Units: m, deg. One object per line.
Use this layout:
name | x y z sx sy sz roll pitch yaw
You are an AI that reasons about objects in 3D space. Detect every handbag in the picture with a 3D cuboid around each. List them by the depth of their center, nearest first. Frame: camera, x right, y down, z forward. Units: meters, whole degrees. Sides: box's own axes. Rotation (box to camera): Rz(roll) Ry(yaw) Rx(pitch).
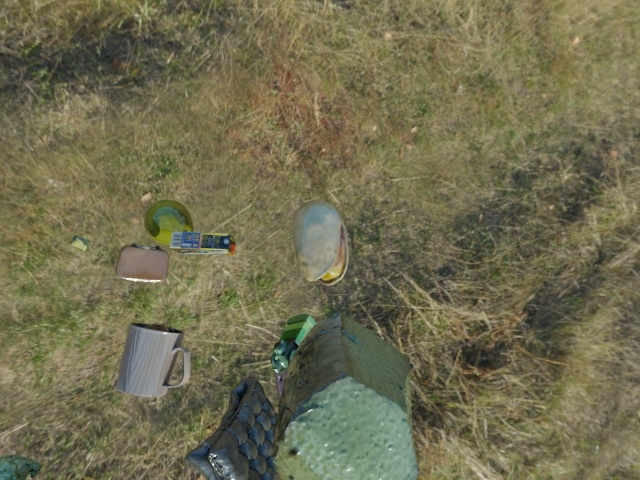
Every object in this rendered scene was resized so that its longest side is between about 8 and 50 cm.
handbag | -0.711 0.089 1.696 0.193 0.072 0.151 12 91 -30

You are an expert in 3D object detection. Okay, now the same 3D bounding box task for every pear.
pear | -0.691 -0.080 1.925 0.212 0.269 0.212 -30 134 -36

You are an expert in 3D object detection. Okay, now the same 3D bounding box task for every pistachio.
pistachio | 0.000 0.000 1.412 0.187 0.187 0.299 -1 61 -20

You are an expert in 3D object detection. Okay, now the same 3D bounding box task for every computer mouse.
computer mouse | -0.106 0.484 1.462 0.057 0.120 0.232 -26 111 -57

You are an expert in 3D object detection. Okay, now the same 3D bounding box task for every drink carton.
drink carton | -0.328 0.010 1.184 0.165 0.071 0.056 3 79 5

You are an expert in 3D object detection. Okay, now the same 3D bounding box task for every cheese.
cheese | -0.863 0.011 1.512 0.060 0.084 0.041 34 81 -26

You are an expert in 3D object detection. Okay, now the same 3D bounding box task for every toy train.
toy train | -0.027 0.398 1.383 0.301 0.120 0.202 50 46 -20

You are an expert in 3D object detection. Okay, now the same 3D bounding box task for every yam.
yam | 0.037 0.241 0.597 0.202 0.271 0.201 34 91 -1

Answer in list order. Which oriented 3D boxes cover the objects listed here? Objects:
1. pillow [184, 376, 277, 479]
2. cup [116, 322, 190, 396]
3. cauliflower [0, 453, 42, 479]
pillow | -0.183 0.517 1.068 0.101 0.326 0.228 -25 99 18
cup | -0.671 0.488 1.738 0.288 0.208 0.273 13 80 -11
cauliflower | -0.466 0.483 0.598 0.250 0.272 0.275 -7 111 5
